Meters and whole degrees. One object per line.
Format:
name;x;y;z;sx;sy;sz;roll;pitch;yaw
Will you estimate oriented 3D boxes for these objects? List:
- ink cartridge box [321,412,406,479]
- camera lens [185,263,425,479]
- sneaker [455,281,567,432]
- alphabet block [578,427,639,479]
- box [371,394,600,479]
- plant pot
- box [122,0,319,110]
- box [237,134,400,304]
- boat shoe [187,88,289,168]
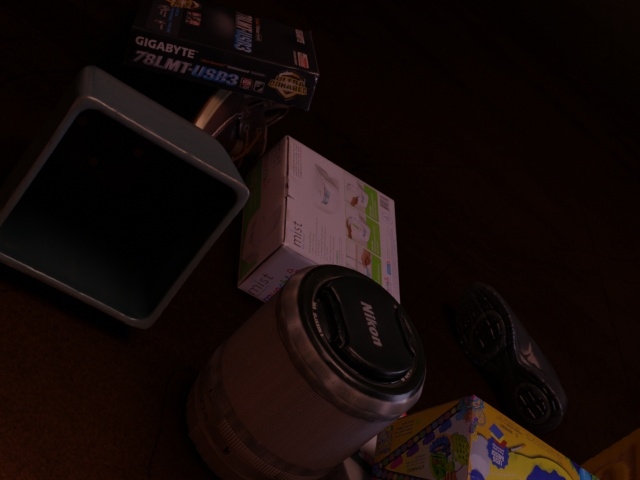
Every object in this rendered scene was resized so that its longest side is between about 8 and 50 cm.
ink cartridge box;0.089;0.305;1.749;0.239;0.060;0.275;10;48;-42
camera lens;-0.018;0.180;1.550;0.219;0.274;0.219;28;38;-24
sneaker;0.337;0.202;2.126;0.286;0.109;0.130;62;25;10
alphabet block;0.524;0.458;1.964;0.197;0.193;0.192;40;32;-12
box;0.218;0.406;1.604;0.290;0.177;0.279;35;48;-31
plant pot;-0.271;-0.086;1.592;0.247;0.248;0.252;30;20;-24
box;-0.155;-0.315;1.954;0.293;0.073;0.295;13;23;-8
box;0.000;0.000;1.906;0.231;0.127;0.262;29;37;-25
boat shoe;-0.136;-0.184;1.958;0.123;0.123;0.342;43;26;-4
